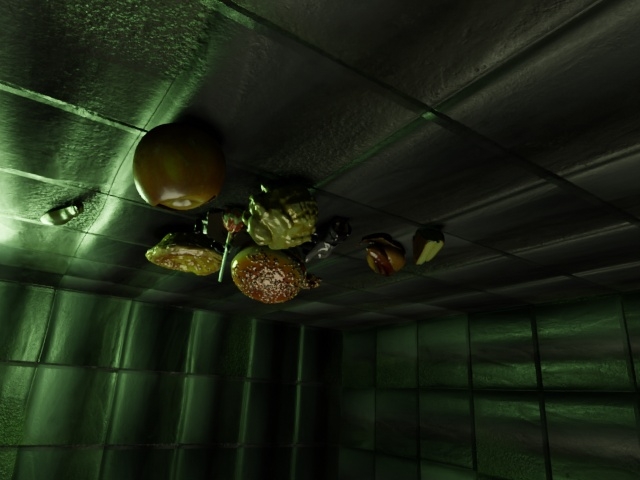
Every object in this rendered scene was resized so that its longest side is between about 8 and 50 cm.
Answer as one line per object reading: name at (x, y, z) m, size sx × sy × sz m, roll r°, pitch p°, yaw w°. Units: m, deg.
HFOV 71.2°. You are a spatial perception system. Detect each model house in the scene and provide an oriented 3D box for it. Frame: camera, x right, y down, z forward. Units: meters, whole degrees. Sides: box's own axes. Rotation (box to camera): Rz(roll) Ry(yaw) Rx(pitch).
model house at (-0.370, -0.036, 1.681) m, size 0.203 × 0.141 × 0.164 m, roll 39°, pitch 168°, yaw -26°

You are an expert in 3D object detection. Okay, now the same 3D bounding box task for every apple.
apple at (-0.350, -0.170, 1.111) m, size 0.236 × 0.208 × 0.237 m, roll 4°, pitch 163°, yaw 1°

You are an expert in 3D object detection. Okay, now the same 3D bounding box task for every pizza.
pizza at (-0.079, 0.225, 2.419) m, size 0.154 × 0.069 × 0.194 m, roll -1°, pitch 162°, yaw 13°

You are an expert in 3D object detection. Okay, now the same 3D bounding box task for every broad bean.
broad bean at (-0.935, -0.102, 1.636) m, size 0.325 × 0.067 × 0.075 m, roll -14°, pitch -175°, yaw 36°

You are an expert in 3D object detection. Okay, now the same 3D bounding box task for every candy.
candy at (-0.332, 0.016, 1.590) m, size 0.084 × 0.288 × 0.078 m, roll 15°, pitch -163°, yaw -8°

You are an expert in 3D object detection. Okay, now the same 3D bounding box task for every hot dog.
hot dog at (0.258, 0.078, 1.885) m, size 0.194 × 0.107 × 0.326 m, roll -9°, pitch 157°, yaw 33°

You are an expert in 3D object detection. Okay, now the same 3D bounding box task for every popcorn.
popcorn at (-0.115, -0.078, 1.389) m, size 0.254 × 0.195 × 0.256 m, roll 3°, pitch 164°, yaw -32°

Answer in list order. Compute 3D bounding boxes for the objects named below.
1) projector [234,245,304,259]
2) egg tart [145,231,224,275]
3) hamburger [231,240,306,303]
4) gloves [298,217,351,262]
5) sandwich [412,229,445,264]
projector at (-0.226, 0.075, 1.952) m, size 0.250 × 0.108 × 0.198 m, roll 14°, pitch 159°, yaw -29°
egg tart at (-0.562, 0.047, 1.888) m, size 0.341 × 0.132 × 0.341 m, roll 3°, pitch 160°, yaw 1°
hamburger at (-0.199, 0.118, 1.742) m, size 0.300 × 0.176 × 0.300 m, roll 0°, pitch 129°, yaw -1°
gloves at (0.010, 0.005, 1.689) m, size 0.119 × 0.142 × 0.285 m, roll 44°, pitch 145°, yaw -20°
sandwich at (0.408, 0.012, 1.710) m, size 0.090 × 0.088 × 0.244 m, roll -5°, pitch 157°, yaw -3°
